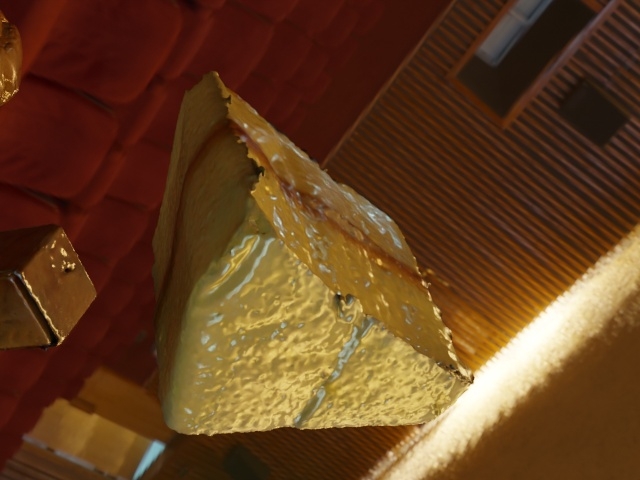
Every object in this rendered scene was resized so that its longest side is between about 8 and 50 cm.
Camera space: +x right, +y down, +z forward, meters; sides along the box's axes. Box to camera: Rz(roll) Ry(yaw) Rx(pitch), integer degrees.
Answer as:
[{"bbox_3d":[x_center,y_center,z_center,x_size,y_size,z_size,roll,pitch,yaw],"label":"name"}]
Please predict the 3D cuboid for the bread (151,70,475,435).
[{"bbox_3d":[0.000,0.000,0.690,0.263,0.236,0.198,-109,-148,-53],"label":"bread"}]

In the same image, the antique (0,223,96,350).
[{"bbox_3d":[-0.391,0.060,0.885,0.310,0.093,0.087,-7,-148,22],"label":"antique"}]

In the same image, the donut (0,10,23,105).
[{"bbox_3d":[-0.329,-0.115,0.648,0.227,0.113,0.226,-23,-145,17],"label":"donut"}]
